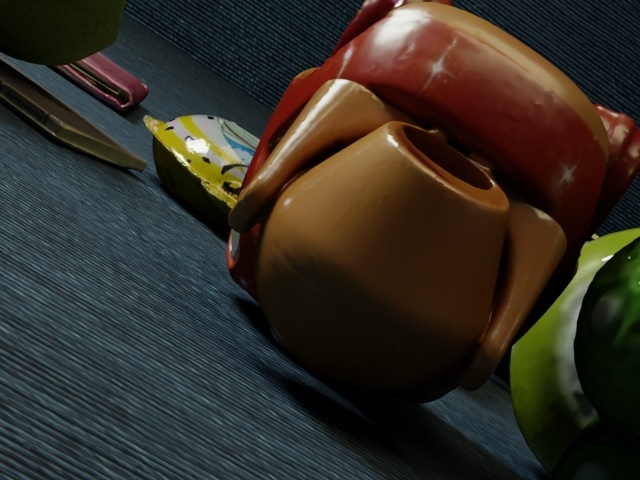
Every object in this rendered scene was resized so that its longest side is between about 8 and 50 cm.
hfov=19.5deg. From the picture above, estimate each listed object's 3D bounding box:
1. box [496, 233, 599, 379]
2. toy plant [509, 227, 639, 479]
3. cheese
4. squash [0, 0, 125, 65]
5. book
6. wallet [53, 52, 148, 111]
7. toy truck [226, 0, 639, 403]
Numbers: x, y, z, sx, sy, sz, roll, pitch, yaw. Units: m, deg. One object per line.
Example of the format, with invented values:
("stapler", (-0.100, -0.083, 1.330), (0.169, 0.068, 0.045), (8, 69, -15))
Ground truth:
("box", (0.213, 0.073, 1.571), (0.201, 0.090, 0.144), (36, -31, 10))
("toy plant", (0.190, 0.064, 1.055), (0.184, 0.224, 0.316), (21, -9, 15))
("cheese", (-0.065, -0.051, 1.370), (0.156, 0.064, 0.250), (35, 7, -11))
("squash", (-0.237, -0.249, 1.207), (0.189, 0.189, 0.260), (38, 3, 40))
("book", (-0.208, -0.106, 1.254), (0.181, 0.014, 0.127), (36, 5, 23))
("wallet", (-0.215, -0.162, 1.714), (0.119, 0.025, 0.232), (33, 5, -5))
("toy truck", (0.035, 0.004, 0.988), (0.189, 0.239, 0.265), (35, -36, 1))
